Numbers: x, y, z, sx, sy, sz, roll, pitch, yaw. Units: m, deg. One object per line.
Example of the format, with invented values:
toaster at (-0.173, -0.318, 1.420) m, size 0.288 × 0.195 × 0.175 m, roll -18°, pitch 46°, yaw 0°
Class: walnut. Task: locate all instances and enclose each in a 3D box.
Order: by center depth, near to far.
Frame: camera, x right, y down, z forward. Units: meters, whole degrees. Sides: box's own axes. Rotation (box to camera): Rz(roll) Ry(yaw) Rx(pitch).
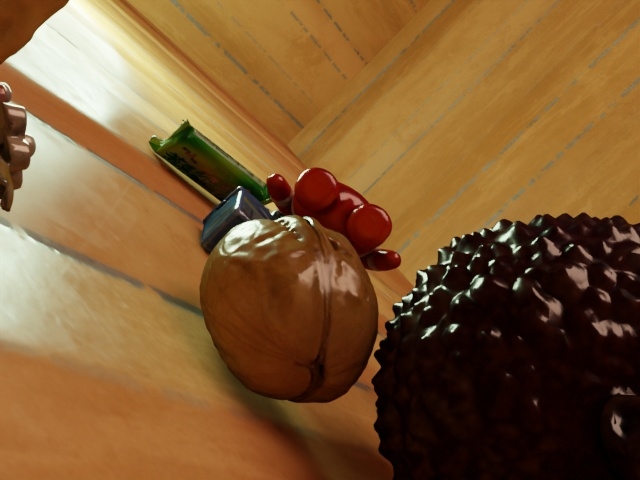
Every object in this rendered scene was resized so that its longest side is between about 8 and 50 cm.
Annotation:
walnut at (-0.028, 0.049, 0.592) m, size 0.144 × 0.144 × 0.180 m, roll 42°, pitch 16°, yaw -26°

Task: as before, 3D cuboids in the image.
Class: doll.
doll at (0.000, 0.000, 0.973) m, size 0.199 × 0.105 × 0.336 m, roll 34°, pitch -16°, yaw 0°

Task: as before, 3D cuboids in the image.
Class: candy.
candy at (-0.145, -0.095, 0.990) m, size 0.102 × 0.032 × 0.178 m, roll -10°, pitch -39°, yaw 45°

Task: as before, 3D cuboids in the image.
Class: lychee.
lychee at (0.189, 0.120, 0.571) m, size 0.306 × 0.306 × 0.330 m, roll 45°, pitch 3°, yaw -4°

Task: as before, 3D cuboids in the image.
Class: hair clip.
hair clip at (-0.220, -0.076, 0.478) m, size 0.056 × 0.062 × 0.214 m, roll -4°, pitch 31°, yaw -21°

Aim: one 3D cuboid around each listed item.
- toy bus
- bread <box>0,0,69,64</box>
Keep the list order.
toy bus at (-0.037, 0.046, 0.847) m, size 0.236 × 0.079 × 0.094 m, roll 43°, pitch 23°, yaw -18°
bread at (-0.219, -0.167, 0.300) m, size 0.184 × 0.224 × 0.211 m, roll 48°, pitch 6°, yaw -44°
